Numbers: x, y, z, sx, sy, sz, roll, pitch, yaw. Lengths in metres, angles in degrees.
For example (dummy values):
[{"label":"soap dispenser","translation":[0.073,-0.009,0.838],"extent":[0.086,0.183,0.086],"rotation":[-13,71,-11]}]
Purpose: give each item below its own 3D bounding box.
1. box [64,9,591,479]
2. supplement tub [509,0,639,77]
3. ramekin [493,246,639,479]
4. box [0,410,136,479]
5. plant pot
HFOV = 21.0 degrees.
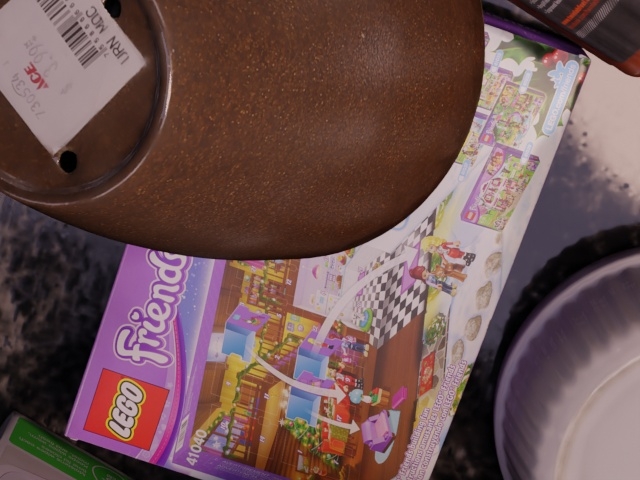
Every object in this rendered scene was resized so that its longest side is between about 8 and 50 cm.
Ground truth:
[{"label":"box","translation":[0.000,0.000,0.941],"extent":[0.201,0.057,0.293],"rotation":[19,104,-5]},{"label":"supplement tub","translation":[0.110,-0.173,0.871],"extent":[0.198,0.106,0.106],"rotation":[31,103,-8]},{"label":"ramekin","translation":[0.201,0.112,0.942],"extent":[0.207,0.109,0.207],"rotation":[0,104,1]},{"label":"box","translation":[-0.193,0.262,0.922],"extent":[0.127,0.231,0.262],"rotation":[31,103,-7]},{"label":"plant pot","translation":[-0.062,-0.082,0.761],"extent":[0.215,0.230,0.215],"rotation":[3,99,21]}]
